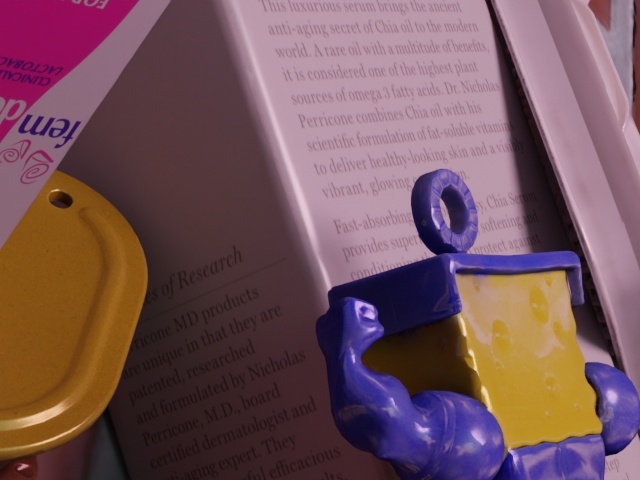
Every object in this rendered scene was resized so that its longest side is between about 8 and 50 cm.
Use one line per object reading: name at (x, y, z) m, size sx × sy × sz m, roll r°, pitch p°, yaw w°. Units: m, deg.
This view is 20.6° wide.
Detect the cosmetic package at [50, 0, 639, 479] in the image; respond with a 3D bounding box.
cosmetic package at (0.000, 0.000, 0.910) m, size 0.230 × 0.161 × 0.453 m, roll -9°, pitch 79°, yaw -53°

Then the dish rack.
dish rack at (0.174, -0.028, 1.077) m, size 0.333 × 0.072 × 0.285 m, roll 60°, pitch 13°, yaw -59°

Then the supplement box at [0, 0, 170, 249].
supplement box at (-0.150, -0.095, 0.692) m, size 0.111 × 0.220 × 0.114 m, roll 5°, pitch 42°, yaw -49°

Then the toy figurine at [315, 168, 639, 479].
toy figurine at (0.113, 0.062, 0.737) m, size 0.362 × 0.191 × 0.217 m, roll -2°, pitch 68°, yaw -51°

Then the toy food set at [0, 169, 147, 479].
toy food set at (-0.154, 0.057, 0.768) m, size 0.128 × 0.071 × 0.218 m, roll 19°, pitch 41°, yaw -5°
